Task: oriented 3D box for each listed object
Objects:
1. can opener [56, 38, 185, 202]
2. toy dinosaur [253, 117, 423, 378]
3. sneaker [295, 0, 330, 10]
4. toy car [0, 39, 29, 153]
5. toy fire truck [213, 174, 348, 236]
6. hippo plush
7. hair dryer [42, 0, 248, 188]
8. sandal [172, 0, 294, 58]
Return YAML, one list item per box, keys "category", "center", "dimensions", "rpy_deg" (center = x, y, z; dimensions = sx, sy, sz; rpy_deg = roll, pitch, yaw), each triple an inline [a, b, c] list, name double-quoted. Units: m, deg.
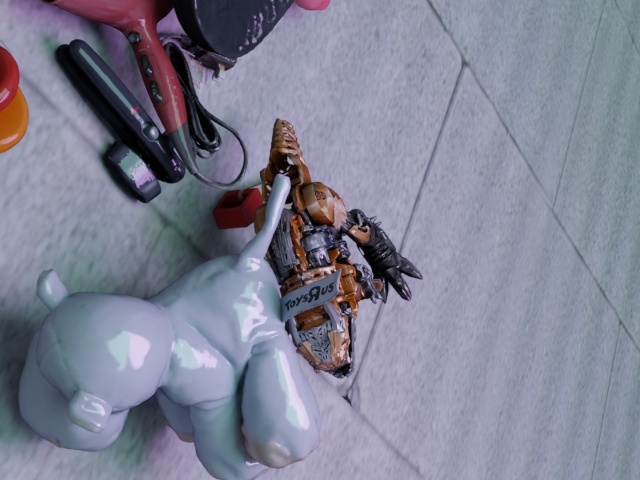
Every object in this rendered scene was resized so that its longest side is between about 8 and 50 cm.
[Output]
- category: "can opener"
  center: [-0.202, -0.127, 1.000]
  dimensions: [0.186, 0.059, 0.073]
  rpy_deg: [61, 43, -28]
- category: "toy dinosaur"
  center: [0.000, 0.000, 1.058]
  dimensions: [0.218, 0.164, 0.321]
  rpy_deg: [47, 44, -54]
- category: "sneaker"
  center: [0.003, -0.438, 1.301]
  dimensions: [0.136, 0.116, 0.313]
  rpy_deg: [64, 38, -53]
- category: "toy car"
  center: [-0.316, -0.133, 0.788]
  dimensions: [0.182, 0.136, 0.159]
  rpy_deg: [44, 53, -40]
- category: "toy fire truck"
  center: [-0.041, -0.030, 1.209]
  dimensions: [0.192, 0.047, 0.135]
  rpy_deg: [-45, 120, -46]
- category: "hippo plush"
  center: [-0.138, 0.126, 0.890]
  dimensions: [0.237, 0.294, 0.234]
  rpy_deg: [-13, 67, -44]
- category: "hair dryer"
  center: [-0.166, -0.202, 0.998]
  dimensions: [0.293, 0.080, 0.223]
  rpy_deg: [33, 36, -42]
- category: "sandal"
  center: [0.020, -0.369, 1.029]
  dimensions: [0.445, 0.107, 0.167]
  rpy_deg: [-57, 144, -13]
